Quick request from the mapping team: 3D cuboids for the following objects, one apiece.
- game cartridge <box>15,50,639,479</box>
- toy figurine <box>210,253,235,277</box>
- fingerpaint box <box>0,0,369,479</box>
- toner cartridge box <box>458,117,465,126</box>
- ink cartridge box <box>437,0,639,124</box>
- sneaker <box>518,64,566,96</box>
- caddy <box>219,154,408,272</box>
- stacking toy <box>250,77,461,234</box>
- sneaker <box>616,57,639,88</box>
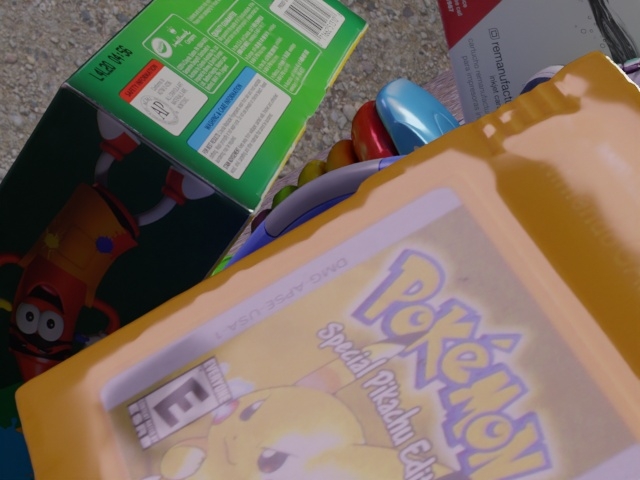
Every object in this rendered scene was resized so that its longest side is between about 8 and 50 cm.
[{"bbox_3d":[0.041,0.075,0.654,0.324,0.052,0.285,-32,38,2],"label":"game cartridge"},{"bbox_3d":[-0.082,0.106,1.343,0.159,0.130,0.173,-38,-19,29],"label":"toy figurine"},{"bbox_3d":[-0.162,-0.021,1.300,0.371,0.163,0.445,-52,5,27],"label":"fingerpaint box"},{"bbox_3d":[0.133,-0.057,1.658,0.165,0.075,0.348,-30,7,15],"label":"toner cartridge box"},{"bbox_3d":[0.256,-0.219,1.500,0.273,0.197,0.114,-12,12,13],"label":"ink cartridge box"},{"bbox_3d":[0.175,-0.064,1.333,0.163,0.086,0.226,-32,24,-6],"label":"sneaker"},{"bbox_3d":[0.043,0.042,0.910,0.341,0.179,0.241,-26,8,38],"label":"caddy"},{"bbox_3d":[0.000,0.000,1.424,0.302,0.175,0.166,-31,5,16],"label":"stacking toy"},{"bbox_3d":[0.300,-0.122,1.399,0.224,0.083,0.098,-28,12,18],"label":"sneaker"}]
